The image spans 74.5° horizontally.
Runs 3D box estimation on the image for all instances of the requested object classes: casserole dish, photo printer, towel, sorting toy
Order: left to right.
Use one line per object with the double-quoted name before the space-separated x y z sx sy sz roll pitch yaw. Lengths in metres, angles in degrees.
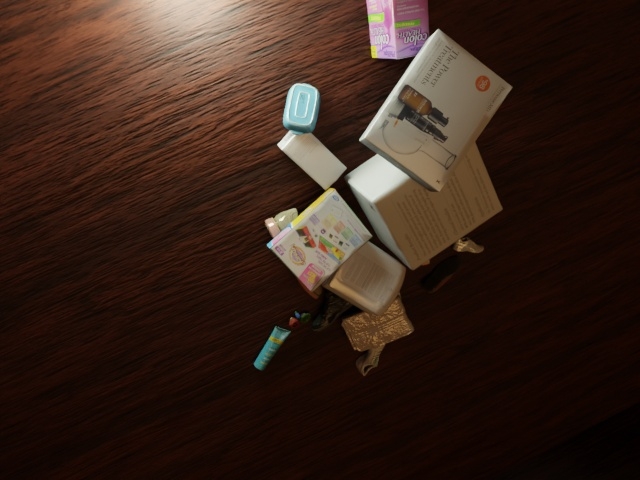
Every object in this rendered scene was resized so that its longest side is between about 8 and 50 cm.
"sorting toy" -0.095 0.334 1.813 0.102 0.042 0.061 -26 134 -16
"casserole dish" -0.061 -0.449 1.417 0.114 0.037 0.188 11 79 -5
"photo printer" 0.191 0.148 1.717 0.308 0.107 0.256 32 83 -18
"towel" 0.245 0.366 1.825 0.282 0.049 0.187 -24 107 7

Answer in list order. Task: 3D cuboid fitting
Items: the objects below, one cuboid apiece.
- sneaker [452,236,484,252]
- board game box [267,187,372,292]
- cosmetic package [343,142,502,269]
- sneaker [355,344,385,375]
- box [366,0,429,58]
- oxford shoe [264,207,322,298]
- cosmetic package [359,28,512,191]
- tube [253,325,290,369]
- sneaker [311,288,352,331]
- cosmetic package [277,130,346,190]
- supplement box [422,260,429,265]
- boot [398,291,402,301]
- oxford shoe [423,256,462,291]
"sneaker" 0.662 0.020 1.866 0.152 0.053 0.061 4 109 -16
"board game box" 0.000 0.000 1.549 0.316 0.064 0.242 -42 110 -5
"cosmetic package" 0.363 -0.175 1.543 0.394 0.327 0.329 -34 117 0
"sneaker" 0.252 0.539 1.964 0.080 0.094 0.212 27 104 -23
"box" 0.240 -0.713 1.331 0.117 0.213 0.242 -16 117 -8
"oxford shoe" -0.066 0.059 1.640 0.147 0.140 0.397 -31 119 -6
"cosmetic package" 0.343 -0.379 1.268 0.284 0.097 0.377 33 94 -10
"tube" -0.215 0.468 1.835 0.080 0.052 0.207 28 98 -35
"sneaker" 0.030 0.281 1.795 0.227 0.087 0.130 -42 115 2
"cosmetic package" -0.029 -0.302 1.517 0.117 0.085 0.231 -45 119 7
"supplement box" 0.440 0.049 1.813 0.036 0.062 0.098 -13 117 -9
"boot" 0.269 0.286 1.862 0.179 0.085 0.236 -17 115 -4
"oxford shoe" 0.553 0.156 1.900 0.212 0.076 0.076 -42 147 3
